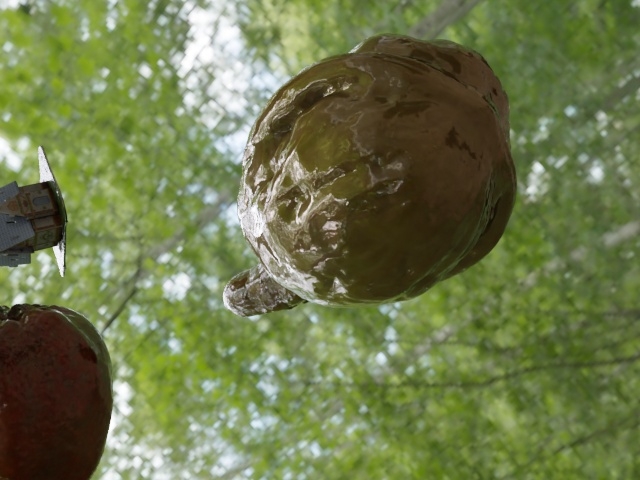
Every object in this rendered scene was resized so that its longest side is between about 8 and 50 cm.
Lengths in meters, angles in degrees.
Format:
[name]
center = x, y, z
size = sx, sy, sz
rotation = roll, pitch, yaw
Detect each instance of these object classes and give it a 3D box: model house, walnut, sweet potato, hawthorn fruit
[model house]
center = -0.376, -0.024, 1.448
size = 0.088, 0.167, 0.117
rotation = -15, -114, -22
[walnut]
center = 0.032, -0.033, 0.630
size = 0.149, 0.166, 0.166
rotation = 44, -148, -19
[sweet potato]
center = 0.002, 0.008, 1.340
size = 0.095, 0.354, 0.106
rotation = 33, -144, -27
[hawthorn fruit]
center = -0.327, 0.196, 1.231
size = 0.210, 0.210, 0.262
rotation = 4, -90, -45
